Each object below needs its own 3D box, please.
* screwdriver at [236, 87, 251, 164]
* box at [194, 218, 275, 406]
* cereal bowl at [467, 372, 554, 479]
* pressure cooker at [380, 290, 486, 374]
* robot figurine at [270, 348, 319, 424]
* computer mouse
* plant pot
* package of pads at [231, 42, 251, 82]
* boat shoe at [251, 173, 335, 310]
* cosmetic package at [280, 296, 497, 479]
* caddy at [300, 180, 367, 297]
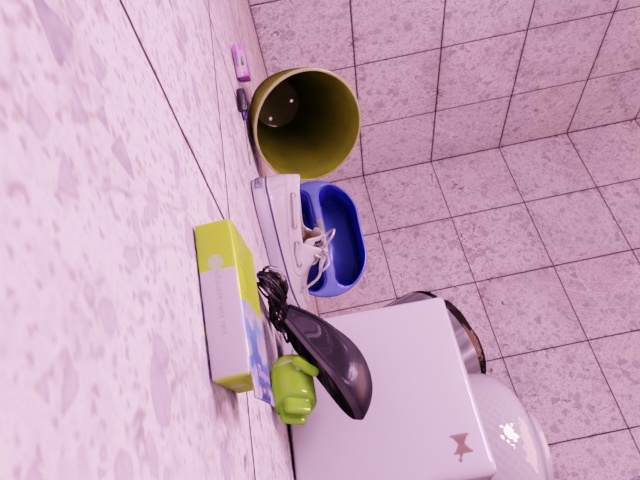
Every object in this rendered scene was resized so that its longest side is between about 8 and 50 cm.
[{"bbox_3d":[-0.162,-0.248,1.197,0.025,0.024,0.170,-17,98,-61],"label":"screwdriver"},{"bbox_3d":[-0.087,0.080,0.565,0.109,0.042,0.178,75,3,-68],"label":"box"},{"bbox_3d":[0.370,0.433,1.109,0.339,0.141,0.339,-10,90,-90],"label":"cereal bowl"},{"bbox_3d":[0.210,0.380,1.580,0.375,0.420,0.370,36,-39,46],"label":"pressure cooker"},{"bbox_3d":[-0.043,0.225,0.844,0.115,0.067,0.101,-104,-152,-53],"label":"robot figurine"},{"bbox_3d":[0.002,0.162,0.882,0.272,0.072,0.189,47,-21,30],"label":"computer mouse"},{"bbox_3d":[-0.076,-0.335,1.438,0.293,0.274,0.275,-129,-157,-57],"label":"plant pot"},{"bbox_3d":[-0.193,-0.431,1.331,0.050,0.031,0.083,40,38,-87],"label":"package of pads"},{"bbox_3d":[-0.039,0.012,1.242,0.136,0.156,0.367,-100,178,-62],"label":"boat shoe"},{"bbox_3d":[0.122,0.368,1.103,0.394,0.329,0.328,79,1,-56],"label":"cosmetic package"},{"bbox_3d":[0.000,0.000,1.585,0.179,0.241,0.342,104,-26,-76],"label":"caddy"}]
